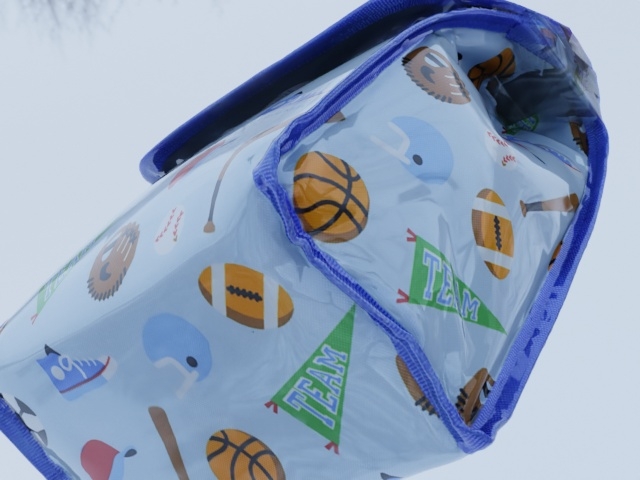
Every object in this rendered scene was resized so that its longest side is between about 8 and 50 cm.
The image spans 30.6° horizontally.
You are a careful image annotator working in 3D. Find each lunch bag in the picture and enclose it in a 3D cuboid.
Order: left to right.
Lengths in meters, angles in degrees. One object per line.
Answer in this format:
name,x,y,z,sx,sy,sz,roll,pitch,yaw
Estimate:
lunch bag,0.000,0.000,0.803,0.328,0.239,0.385,-29,-169,39
